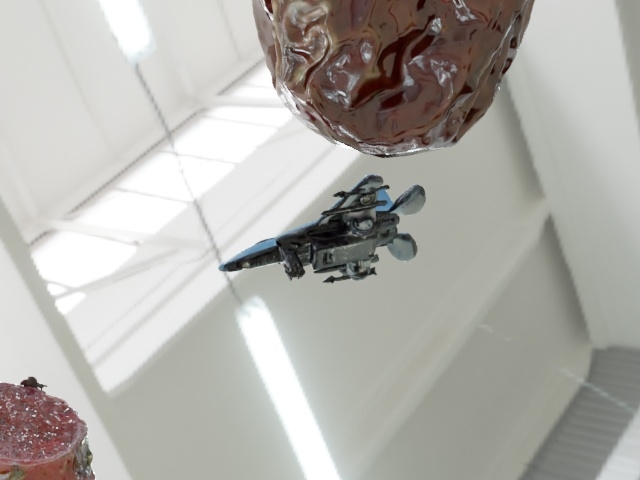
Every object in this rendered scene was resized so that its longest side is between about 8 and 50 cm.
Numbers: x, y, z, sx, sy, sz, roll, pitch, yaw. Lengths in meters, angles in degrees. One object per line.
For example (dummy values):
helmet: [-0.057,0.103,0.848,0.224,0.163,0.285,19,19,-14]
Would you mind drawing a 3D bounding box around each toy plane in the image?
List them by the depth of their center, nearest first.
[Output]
toy plane: [0.003,0.005,1.282,0.246,0.078,0.169,-20,-40,-25]

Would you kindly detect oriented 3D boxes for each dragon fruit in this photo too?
dragon fruit: [-0.358,0.238,1.225,0.211,0.282,0.147,-80,11,-56]

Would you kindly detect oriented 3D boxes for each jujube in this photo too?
jujube: [0.078,-0.267,0.971,0.276,0.276,0.377,-6,-55,-50]
